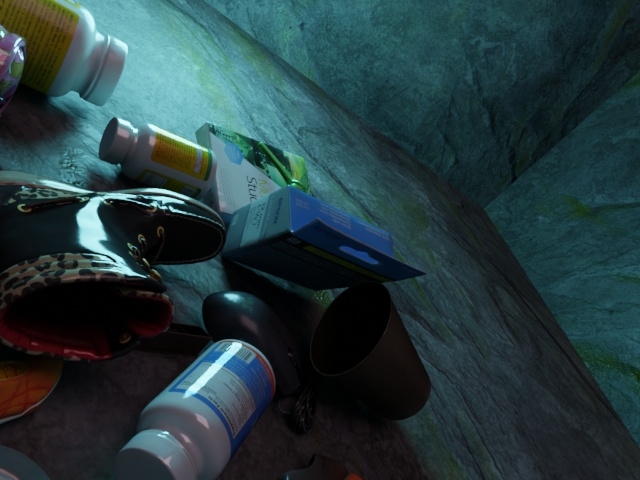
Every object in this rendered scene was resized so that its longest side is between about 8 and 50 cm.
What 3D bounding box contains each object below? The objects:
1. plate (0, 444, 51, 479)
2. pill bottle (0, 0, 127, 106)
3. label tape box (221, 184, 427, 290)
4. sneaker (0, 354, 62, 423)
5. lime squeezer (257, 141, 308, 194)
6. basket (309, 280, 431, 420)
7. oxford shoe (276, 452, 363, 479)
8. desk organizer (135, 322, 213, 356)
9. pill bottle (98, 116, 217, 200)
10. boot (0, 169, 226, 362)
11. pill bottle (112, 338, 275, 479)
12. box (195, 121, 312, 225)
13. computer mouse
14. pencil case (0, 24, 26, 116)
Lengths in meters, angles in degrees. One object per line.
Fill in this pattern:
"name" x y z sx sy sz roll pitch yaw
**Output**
"plate" -0.326 0.269 0.441 0.188 0.024 0.188 33 29 -21
"pill bottle" -0.552 -0.389 0.912 0.333 0.188 0.188 22 33 -38
"label tape box" 0.000 0.000 0.937 0.249 0.347 0.115 24 66 -30
"sneaker" -0.346 0.158 0.518 0.064 0.068 0.175 28 21 11
"lime squeezer" -0.072 -0.090 1.173 0.109 0.059 0.311 -9 76 -22
"basket" 0.108 0.226 0.926 0.227 0.154 0.204 53 49 -33
"oxford shoe" -0.041 0.375 0.642 0.098 0.097 0.271 32 16 22
"desk organizer" -0.233 0.137 0.740 0.130 0.050 0.047 19 35 -41
"pill bottle" -0.325 -0.165 0.983 0.208 0.117 0.118 19 35 -40
"boot" -0.265 0.029 0.672 0.377 0.138 0.284 13 21 -41
"pill bottle" -0.155 0.231 0.629 0.124 0.124 0.221 45 27 2
"box" -0.145 -0.132 1.186 0.321 0.058 0.233 12 59 -49
"computer mouse" -0.081 0.176 0.836 0.272 0.072 0.188 45 25 -16
"pencil case" -0.646 -0.316 0.695 0.386 0.160 0.167 28 51 -30
